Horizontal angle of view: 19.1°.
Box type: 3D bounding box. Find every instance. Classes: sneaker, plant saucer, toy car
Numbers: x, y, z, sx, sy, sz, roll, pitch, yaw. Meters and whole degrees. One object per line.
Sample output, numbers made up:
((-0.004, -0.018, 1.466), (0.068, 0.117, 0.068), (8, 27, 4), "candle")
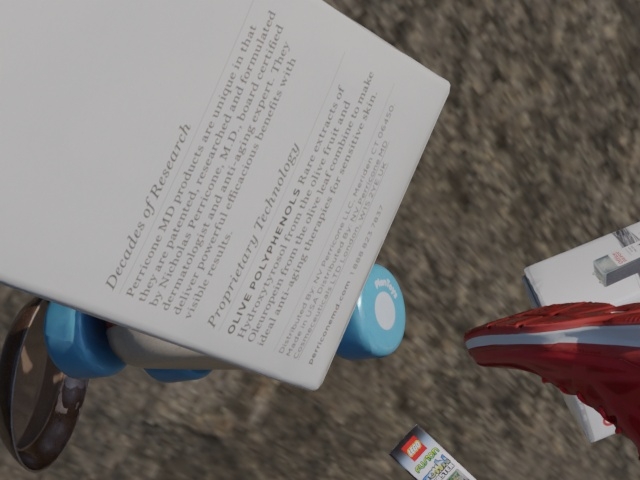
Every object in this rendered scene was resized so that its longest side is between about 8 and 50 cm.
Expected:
((0.195, 0.110, 1.315), (0.221, 0.087, 0.128), (-5, 97, 49), "sneaker")
((-0.241, 0.115, 1.643), (0.029, 0.168, 0.168), (10, 77, 15), "plant saucer")
((-0.078, -0.020, 1.456), (0.219, 0.210, 0.237), (-10, 80, 34), "toy car")

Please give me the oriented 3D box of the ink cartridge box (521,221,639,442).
((0.304, 0.063, 1.674), (0.218, 0.158, 0.092), (-21, 39, 3), "ink cartridge box")

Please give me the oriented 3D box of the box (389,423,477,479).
((0.116, 0.216, 1.688), (0.114, 0.207, 0.036), (43, 88, 7), "box")

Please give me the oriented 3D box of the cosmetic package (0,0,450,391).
((-0.137, -0.077, 0.711), (0.197, 0.365, 0.155), (24, 90, 38), "cosmetic package")
